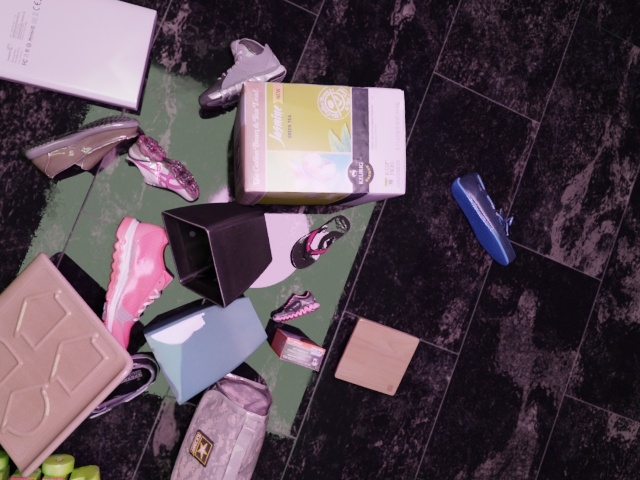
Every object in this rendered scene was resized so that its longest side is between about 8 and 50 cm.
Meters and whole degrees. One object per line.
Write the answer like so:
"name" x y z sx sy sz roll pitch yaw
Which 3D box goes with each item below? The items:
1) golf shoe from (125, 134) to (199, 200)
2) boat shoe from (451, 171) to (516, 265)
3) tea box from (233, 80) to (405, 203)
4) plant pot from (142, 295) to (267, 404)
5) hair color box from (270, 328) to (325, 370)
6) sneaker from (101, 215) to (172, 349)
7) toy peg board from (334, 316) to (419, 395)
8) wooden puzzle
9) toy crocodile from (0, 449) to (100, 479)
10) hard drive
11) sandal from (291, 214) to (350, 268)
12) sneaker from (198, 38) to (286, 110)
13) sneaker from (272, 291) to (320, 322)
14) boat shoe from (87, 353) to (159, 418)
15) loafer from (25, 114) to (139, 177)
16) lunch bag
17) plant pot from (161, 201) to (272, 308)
"golf shoe" -0.364 -0.154 1.283 0.086 0.067 0.186 -41 104 22
"boat shoe" 0.441 -0.061 1.425 0.089 0.109 0.258 -31 97 -14
"tea box" -0.022 -0.192 1.213 0.324 0.329 0.220 -1 90 -13
"plant pot" -0.253 0.223 1.246 0.234 0.166 0.165 -27 95 -18
"hair color box" -0.055 0.249 1.280 0.093 0.167 0.053 21 85 -11
"sneaker" -0.404 0.108 1.237 0.136 0.116 0.313 9 88 -15
"toy peg board" 0.133 0.277 1.378 0.161 0.079 0.160 21 101 -10
"wooden puzzle" -0.585 0.251 1.157 0.322 0.080 0.348 -45 73 2
"toy crocodile" -0.644 0.524 1.183 0.341 0.105 0.115 7 87 -11
"hard drive" -0.570 -0.449 1.245 0.353 0.047 0.233 11 86 -11
"sandal" 0.000 0.000 1.361 0.179 0.040 0.067 -40 97 -10
"sneaker" -0.206 -0.403 1.311 0.229 0.086 0.132 -28 90 -21
"sneaker" -0.064 0.161 1.349 0.119 0.047 0.057 -19 77 -15
"boat shoe" -0.506 0.341 1.216 0.301 0.102 0.108 -18 93 -12
"loafer" -0.520 -0.210 1.240 0.251 0.094 0.087 -19 118 -3
"lunch bag" -0.207 0.432 1.185 0.169 0.287 0.235 23 85 -11
"plant pot" -0.214 0.009 1.225 0.167 0.188 0.187 -28 121 -35
